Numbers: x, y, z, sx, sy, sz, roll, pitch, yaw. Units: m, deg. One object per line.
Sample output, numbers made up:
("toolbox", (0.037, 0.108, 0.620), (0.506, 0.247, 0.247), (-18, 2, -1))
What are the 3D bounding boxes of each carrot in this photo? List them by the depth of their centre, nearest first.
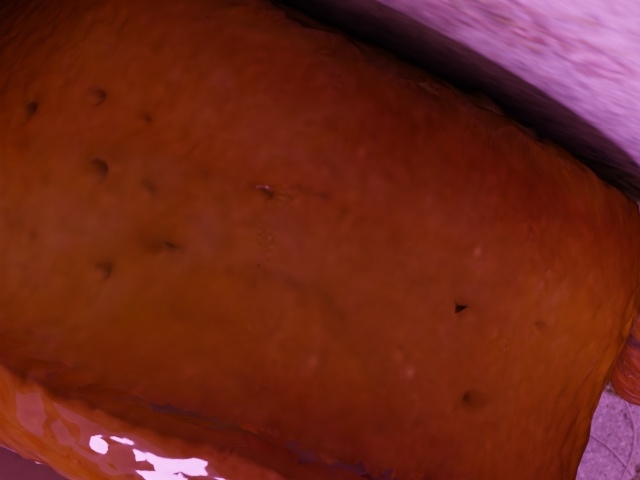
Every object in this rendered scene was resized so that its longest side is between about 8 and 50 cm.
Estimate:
("carrot", (0.197, 0.061, 0.846), (0.061, 0.061, 0.210), (24, 174, 16))

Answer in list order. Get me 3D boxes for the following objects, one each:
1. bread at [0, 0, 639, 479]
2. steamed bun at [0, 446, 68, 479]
("bread", (-0.025, 0.009, 0.521), (0.312, 0.172, 0.312), (26, -177, -1))
("steamed bun", (-0.108, 0.233, 0.704), (0.374, 0.241, 0.374), (20, 157, 9))
